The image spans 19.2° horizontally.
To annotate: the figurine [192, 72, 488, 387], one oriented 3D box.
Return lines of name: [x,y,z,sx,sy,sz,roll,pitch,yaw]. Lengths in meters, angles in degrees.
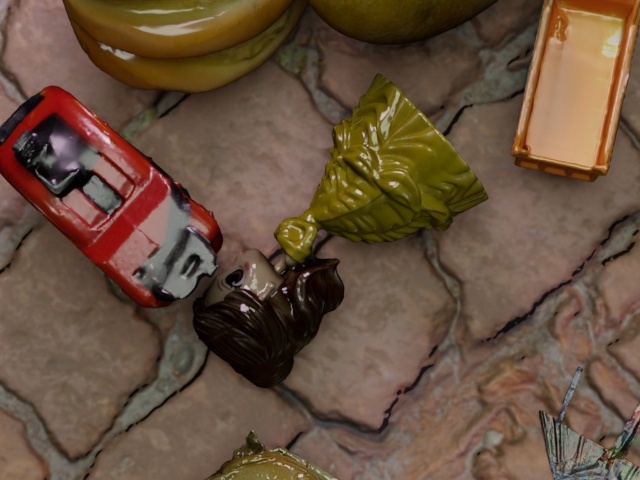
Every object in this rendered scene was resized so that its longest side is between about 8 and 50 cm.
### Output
figurine: [-0.003,-0.003,1.906,0.315,0.168,0.187,-42,40,1]

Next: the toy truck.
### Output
toy truck: [0.266,-0.197,1.949,0.114,0.135,0.270,12,80,2]

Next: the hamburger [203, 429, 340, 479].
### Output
hamburger: [-0.059,0.313,1.865,0.189,0.122,0.215,33,85,11]

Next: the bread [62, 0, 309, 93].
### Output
bread: [-0.112,-0.291,1.894,0.211,0.270,0.316,20,51,37]

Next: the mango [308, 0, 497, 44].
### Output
mango: [0.115,-0.316,1.892,0.199,0.221,0.384,53,46,-9]

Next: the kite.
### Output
kite: [0.297,0.231,1.938,0.183,0.010,0.160,29,84,8]

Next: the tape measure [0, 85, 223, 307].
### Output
tape measure: [-0.204,-0.041,1.859,0.260,0.253,0.114,43,87,1]
